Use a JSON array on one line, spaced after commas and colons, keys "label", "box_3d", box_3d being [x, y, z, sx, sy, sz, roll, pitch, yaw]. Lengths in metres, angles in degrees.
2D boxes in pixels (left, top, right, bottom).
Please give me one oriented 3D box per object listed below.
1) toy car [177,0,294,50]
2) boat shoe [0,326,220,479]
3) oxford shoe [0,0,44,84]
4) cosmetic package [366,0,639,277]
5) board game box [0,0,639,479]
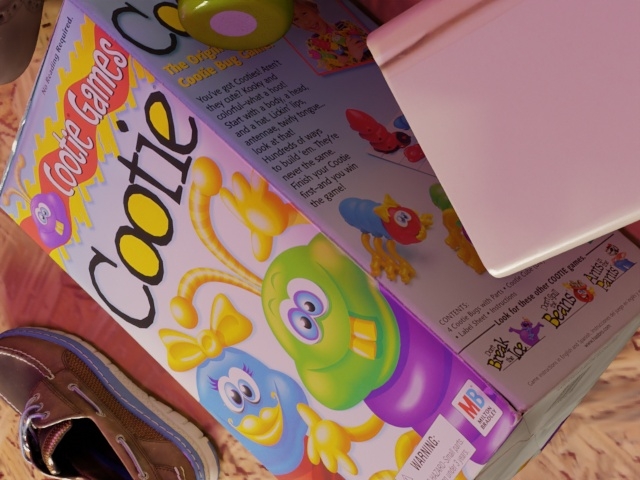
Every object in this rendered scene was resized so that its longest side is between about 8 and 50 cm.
[{"label": "toy car", "box_3d": [0.019, -0.186, 0.674, 0.188, 0.149, 0.155, -6, 65, 15]}, {"label": "boat shoe", "box_3d": [-0.151, 0.111, 0.990, 0.183, 0.066, 0.066, 25, 124, 28]}, {"label": "oxford shoe", "box_3d": [-0.160, -0.197, 0.838, 0.098, 0.097, 0.271, 20, 122, 23]}, {"label": "cosmetic package", "box_3d": [0.185, -0.105, 0.560, 0.309, 0.160, 0.113, -28, 91, 42]}, {"label": "board game box", "box_3d": [0.000, 0.000, 0.766, 0.275, 0.144, 0.142, 43, 132, 15]}]
